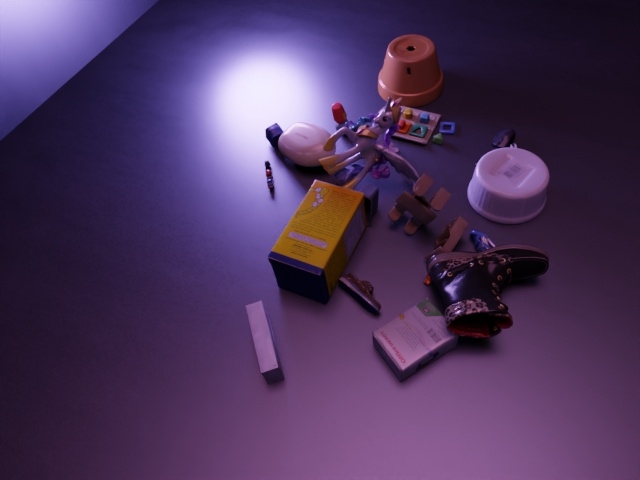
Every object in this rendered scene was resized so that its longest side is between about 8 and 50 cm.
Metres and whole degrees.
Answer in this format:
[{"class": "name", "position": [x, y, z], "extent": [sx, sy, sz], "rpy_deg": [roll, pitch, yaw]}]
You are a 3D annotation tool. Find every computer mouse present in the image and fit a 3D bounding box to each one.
[{"class": "computer mouse", "position": [0.690, -0.369, 2.017], "extent": [0.071, 0.041, 0.242], "rpy_deg": [33, 65, 26]}]

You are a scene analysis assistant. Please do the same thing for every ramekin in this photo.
[{"class": "ramekin", "position": [0.678, -0.206, 1.842], "extent": [0.278, 0.135, 0.277], "rpy_deg": [-4, 54, 5]}]

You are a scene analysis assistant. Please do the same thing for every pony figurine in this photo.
[{"class": "pony figurine", "position": [0.195, -0.331, 1.912], "extent": [0.364, 0.351, 0.302], "rpy_deg": [-36, 51, 6]}]

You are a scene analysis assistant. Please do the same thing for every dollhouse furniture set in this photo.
[{"class": "dollhouse furniture set", "position": [0.354, -0.062, 1.742], "extent": [0.242, 0.212, 0.161], "rpy_deg": [39, 63, 0]}]

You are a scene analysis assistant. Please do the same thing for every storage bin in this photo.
[{"class": "storage bin", "position": [0.163, -0.139, 1.878], "extent": [0.098, 0.135, 0.091], "rpy_deg": [22, 49, 22]}]

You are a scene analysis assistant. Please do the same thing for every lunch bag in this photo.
[{"class": "lunch bag", "position": [-0.194, -0.448, 2.170], "extent": [0.067, 0.098, 0.065], "rpy_deg": [-30, 74, -16]}]

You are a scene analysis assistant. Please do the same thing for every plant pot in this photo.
[{"class": "plant pot", "position": [0.396, -0.754, 2.239], "extent": [0.291, 0.203, 0.290], "rpy_deg": [-3, 54, 5]}]

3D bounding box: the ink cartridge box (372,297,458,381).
[{"class": "ink cartridge box", "position": [0.284, 0.300, 1.557], "extent": [0.213, 0.093, 0.154], "rpy_deg": [-28, 55, -15]}]

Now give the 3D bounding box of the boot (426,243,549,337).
[{"class": "boot", "position": [0.529, 0.149, 1.558], "extent": [0.378, 0.138, 0.284], "rpy_deg": [-2, 38, 4]}]

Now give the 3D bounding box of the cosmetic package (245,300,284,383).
[{"class": "cosmetic package", "position": [-0.177, 0.317, 1.608], "extent": [0.061, 0.098, 0.239], "rpy_deg": [-17, 53, -4]}]

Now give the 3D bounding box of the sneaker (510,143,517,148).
[{"class": "sneaker", "position": [0.738, -0.335, 1.985], "extent": [0.044, 0.040, 0.109], "rpy_deg": [4, 55, 13]}]

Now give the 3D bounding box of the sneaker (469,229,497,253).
[{"class": "sneaker", "position": [0.553, 0.020, 1.747], "extent": [0.059, 0.053, 0.144], "rpy_deg": [-30, 55, -11]}]

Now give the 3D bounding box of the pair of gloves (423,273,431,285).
[{"class": "pair of gloves", "position": [0.394, 0.134, 1.713], "extent": [0.083, 0.010, 0.074], "rpy_deg": [32, 63, 24]}]

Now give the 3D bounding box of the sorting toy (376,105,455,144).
[{"class": "sorting toy", "position": [0.389, -0.496, 2.148], "extent": [0.348, 0.047, 0.196], "rpy_deg": [19, 59, 21]}]

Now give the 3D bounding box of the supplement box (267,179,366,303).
[{"class": "supplement box", "position": [0.000, 0.000, 1.753], "extent": [0.195, 0.194, 0.356], "rpy_deg": [18, 58, 20]}]

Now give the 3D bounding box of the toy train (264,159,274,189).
[{"class": "toy train", "position": [-0.208, -0.267, 2.075], "extent": [0.027, 0.036, 0.158], "rpy_deg": [-12, 54, -1]}]

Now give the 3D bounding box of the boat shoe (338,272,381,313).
[{"class": "boat shoe", "position": [0.140, 0.165, 1.692], "extent": [0.066, 0.066, 0.183], "rpy_deg": [-38, 58, -20]}]

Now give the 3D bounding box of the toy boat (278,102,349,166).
[{"class": "toy boat", "position": [0.000, -0.419, 2.106], "extent": [0.318, 0.148, 0.267], "rpy_deg": [-44, 55, -13]}]
